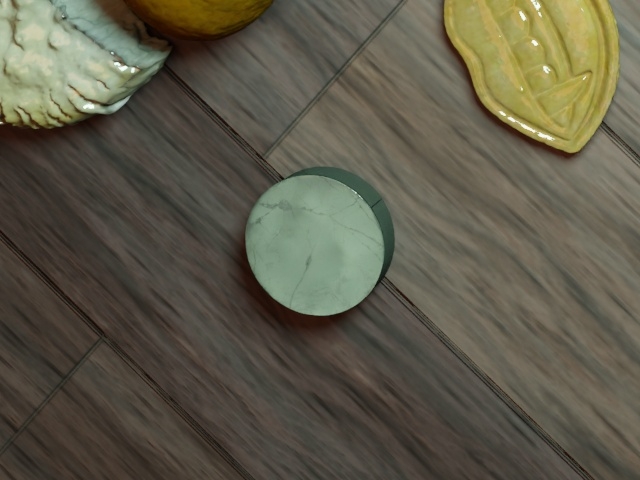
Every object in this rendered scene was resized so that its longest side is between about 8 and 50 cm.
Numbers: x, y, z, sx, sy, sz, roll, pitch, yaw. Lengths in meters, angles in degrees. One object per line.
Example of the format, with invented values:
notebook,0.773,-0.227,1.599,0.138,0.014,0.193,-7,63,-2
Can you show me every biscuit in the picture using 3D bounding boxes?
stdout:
biscuit,0.186,-0.180,1.728,0.142,0.029,0.221,-21,97,22
biscuit,-0.290,-0.196,1.851,0.281,0.084,0.179,35,113,6

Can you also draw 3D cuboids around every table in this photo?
table,0.000,0.000,1.831,0.133,0.043,0.133,5,106,17

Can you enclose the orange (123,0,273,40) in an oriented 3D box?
orange,-0.096,-0.284,1.720,0.179,0.158,0.237,34,110,-4
